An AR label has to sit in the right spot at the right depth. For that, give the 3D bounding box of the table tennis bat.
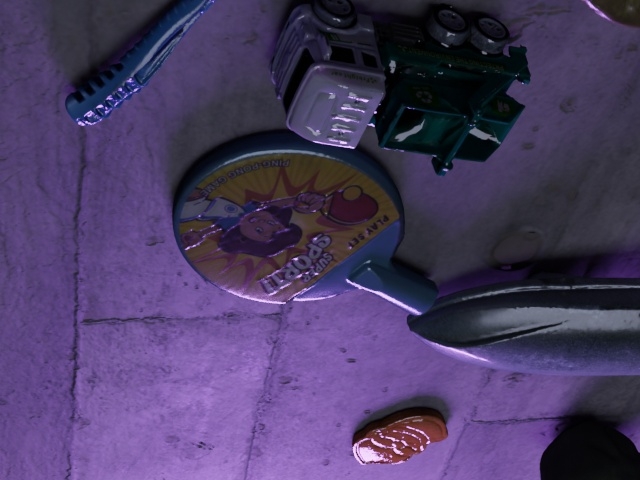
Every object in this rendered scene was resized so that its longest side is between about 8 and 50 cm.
[{"bbox_3d":[0.000,0.000,1.186,0.215,0.044,0.329,-38,133,26],"label":"table tennis bat"}]

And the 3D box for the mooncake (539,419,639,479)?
[{"bbox_3d":[0.375,0.324,1.571,0.175,0.168,0.104,8,138,-45],"label":"mooncake"}]

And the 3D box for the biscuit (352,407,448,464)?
[{"bbox_3d":[0.101,0.256,1.529,0.130,0.019,0.102,-29,137,20],"label":"biscuit"}]

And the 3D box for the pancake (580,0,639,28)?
[{"bbox_3d":[0.285,-0.275,0.928,0.241,0.050,0.242,-12,136,-12],"label":"pancake"}]

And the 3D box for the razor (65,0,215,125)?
[{"bbox_3d":[-0.110,-0.169,0.955,0.253,0.042,0.082,-32,178,25],"label":"razor"}]

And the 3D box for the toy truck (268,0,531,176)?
[{"bbox_3d":[0.072,-0.124,0.993,0.215,0.116,0.110,7,137,-22],"label":"toy truck"}]

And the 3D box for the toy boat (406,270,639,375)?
[{"bbox_3d":[0.255,0.091,1.325,0.319,0.092,0.141,0,140,-4],"label":"toy boat"}]
